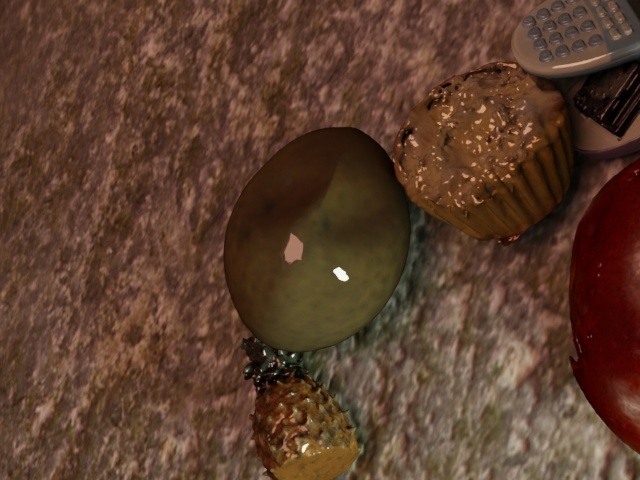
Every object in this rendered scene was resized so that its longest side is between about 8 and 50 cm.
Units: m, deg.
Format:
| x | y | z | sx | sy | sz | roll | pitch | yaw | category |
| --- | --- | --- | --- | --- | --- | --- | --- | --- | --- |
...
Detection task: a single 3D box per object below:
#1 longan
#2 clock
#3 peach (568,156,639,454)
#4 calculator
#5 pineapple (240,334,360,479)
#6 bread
| x | y | z | sx | sy | sz | roll | pitch | yaw | category |
| --- | --- | --- | --- | --- | --- | --- | --- | --- | --- |
| 0.000 | 0.000 | 1.888 | 0.288 | 0.288 | 0.350 | 9 | 71 | 38 | longan |
| 0.412 | -0.199 | 1.732 | 0.198 | 0.064 | 0.172 | -56 | 41 | 14 | clock |
| 0.459 | 0.098 | 1.455 | 0.353 | 0.339 | 0.417 | -24 | 48 | 5 | peach |
| 0.407 | -0.309 | 1.734 | 0.302 | 0.042 | 0.188 | -20 | 41 | 7 | calculator |
| -0.047 | 0.234 | 1.933 | 0.158 | 0.157 | 0.279 | -38 | 56 | 24 | pineapple |
| 0.235 | -0.127 | 1.783 | 0.274 | 0.149 | 0.274 | -24 | 39 | 21 | bread |
